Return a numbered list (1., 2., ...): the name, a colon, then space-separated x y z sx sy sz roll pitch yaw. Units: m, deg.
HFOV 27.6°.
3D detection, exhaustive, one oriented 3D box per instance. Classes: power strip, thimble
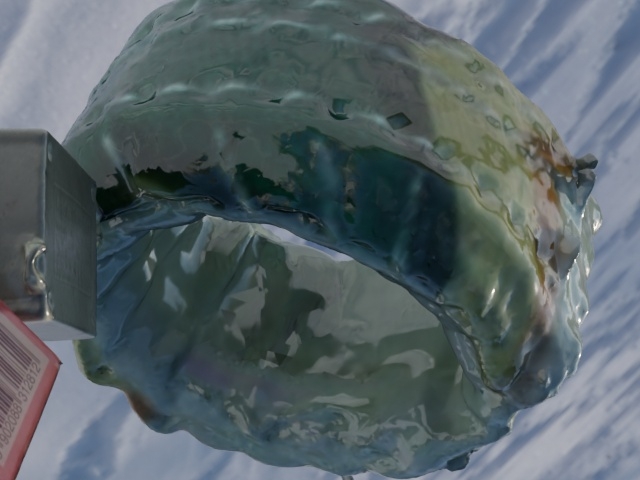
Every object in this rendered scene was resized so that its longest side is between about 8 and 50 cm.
1. power strip: -0.119 0.005 0.551 0.042 0.075 0.175 -2 170 0
2. thimble: 0.000 0.000 0.692 0.254 0.288 0.167 94 11 -47

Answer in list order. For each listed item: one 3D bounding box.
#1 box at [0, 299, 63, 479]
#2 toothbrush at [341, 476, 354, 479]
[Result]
1. box: -0.151 0.056 0.404 0.060 0.111 0.156 -31 -158 20
2. toothbrush: 0.024 0.284 1.738 0.016 0.219 0.019 -23 144 3
